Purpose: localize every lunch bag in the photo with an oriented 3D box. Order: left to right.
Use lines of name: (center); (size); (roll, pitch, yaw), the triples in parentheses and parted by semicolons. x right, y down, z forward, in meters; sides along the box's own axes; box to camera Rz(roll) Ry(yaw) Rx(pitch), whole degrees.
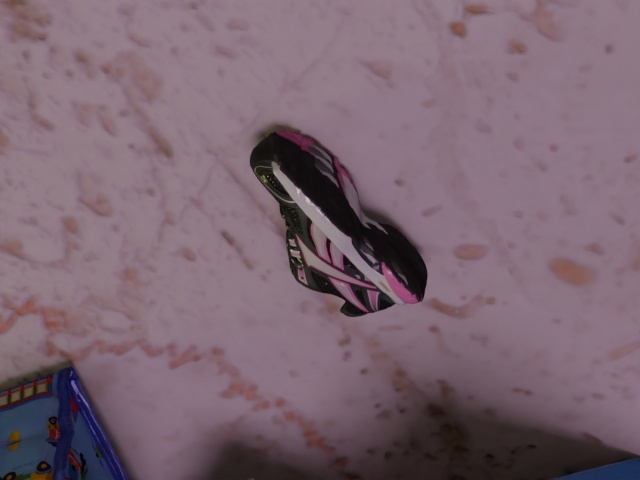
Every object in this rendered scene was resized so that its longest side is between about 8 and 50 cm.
lunch bag: (-0.244, 0.276, 1.423); (0.220, 0.138, 0.293); (-19, 127, 9)

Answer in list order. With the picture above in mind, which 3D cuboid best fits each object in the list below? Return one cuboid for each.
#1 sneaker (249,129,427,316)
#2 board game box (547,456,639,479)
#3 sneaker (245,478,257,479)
sneaker: (0.000, 0.000, 1.298); (0.077, 0.072, 0.178); (-29, 118, 26)
board game box: (0.129, 0.329, 1.432); (0.308, 0.086, 0.302); (-4, 135, -49)
sneaker: (-0.035, 0.292, 1.484); (0.108, 0.169, 0.292); (-42, 161, -21)
